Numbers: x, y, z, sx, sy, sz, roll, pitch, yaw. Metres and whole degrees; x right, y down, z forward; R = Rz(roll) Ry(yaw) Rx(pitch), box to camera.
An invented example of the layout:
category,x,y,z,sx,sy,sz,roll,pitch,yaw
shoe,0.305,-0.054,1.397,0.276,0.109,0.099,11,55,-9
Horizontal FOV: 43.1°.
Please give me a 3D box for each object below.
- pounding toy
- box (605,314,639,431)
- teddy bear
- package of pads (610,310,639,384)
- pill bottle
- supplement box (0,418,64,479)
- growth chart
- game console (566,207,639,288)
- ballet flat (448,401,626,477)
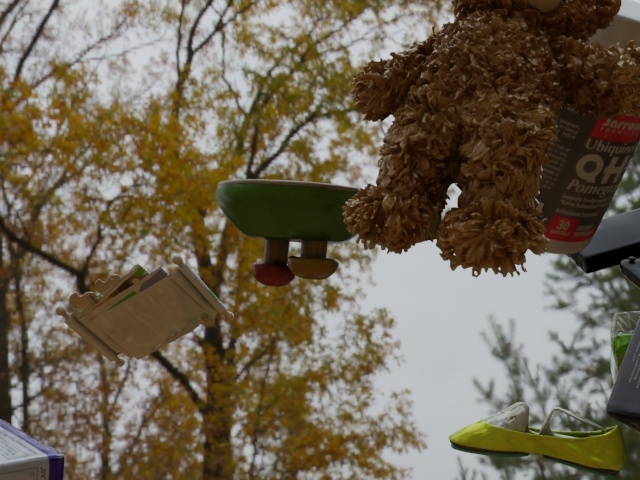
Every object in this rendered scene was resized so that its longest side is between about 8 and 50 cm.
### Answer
category,x,y,z,sx,sy,sz,roll,pitch,yaw
pounding toy,0.000,0.000,0.890,0.236,0.110,0.183,4,-2,-3
box,0.602,0.192,0.960,0.293,0.212,0.395,28,-11,-15
teddy bear,0.139,-0.125,0.675,0.338,0.245,0.113,-52,-44,-8
package of pads,0.691,0.210,1.496,0.296,0.101,0.229,-4,-31,18
pill bottle,0.335,-0.155,1.073,0.176,0.176,0.319,1,-56,-23
supplement box,-0.293,0.193,0.516,0.114,0.111,0.220,7,3,44
growth chart,-0.280,0.111,1.277,0.237,0.021,0.172,-25,-60,11
game console,0.600,0.037,1.457,0.213,0.361,0.044,-16,-65,-3
ballet flat,0.292,0.259,1.092,0.230,0.077,0.077,8,0,11
